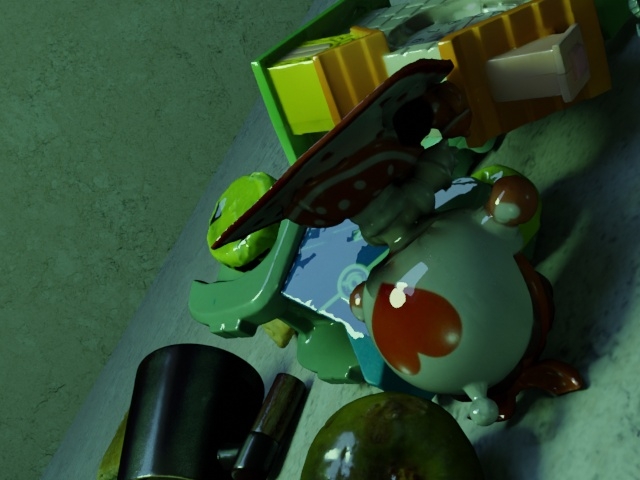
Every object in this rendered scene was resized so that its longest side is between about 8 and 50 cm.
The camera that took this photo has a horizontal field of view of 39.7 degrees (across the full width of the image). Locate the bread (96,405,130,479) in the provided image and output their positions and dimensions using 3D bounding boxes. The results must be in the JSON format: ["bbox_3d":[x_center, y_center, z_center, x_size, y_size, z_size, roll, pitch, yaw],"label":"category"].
[{"bbox_3d":[-0.266,0.309,1.410,0.138,0.102,0.196,-36,28,53],"label":"bread"}]

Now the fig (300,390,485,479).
[{"bbox_3d":[0.034,0.188,0.610,0.133,0.126,0.185,61,140,26],"label":"fig"}]

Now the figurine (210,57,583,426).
[{"bbox_3d":[0.081,0.022,0.602,0.183,0.226,0.160,-41,-5,22],"label":"figurine"}]

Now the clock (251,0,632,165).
[{"bbox_3d":[0.113,-0.163,0.749,0.255,0.106,0.220,-2,31,37],"label":"clock"}]

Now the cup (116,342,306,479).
[{"bbox_3d":[-0.143,0.222,1.050,0.239,0.166,0.177,-50,22,39],"label":"cup"}]

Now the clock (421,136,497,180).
[{"bbox_3d":[0.112,-0.086,0.965,0.188,0.060,0.148,-53,18,29],"label":"clock"}]

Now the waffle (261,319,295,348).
[{"bbox_3d":[0.000,0.000,1.132,0.274,0.057,0.168,-60,4,3],"label":"waffle"}]

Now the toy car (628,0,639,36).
[{"bbox_3d":[0.289,-0.228,0.653,0.095,0.056,0.205,-24,43,66],"label":"toy car"}]

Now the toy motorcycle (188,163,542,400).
[{"bbox_3d":[0.043,0.044,0.781,0.326,0.191,0.200,-8,60,49],"label":"toy motorcycle"}]
